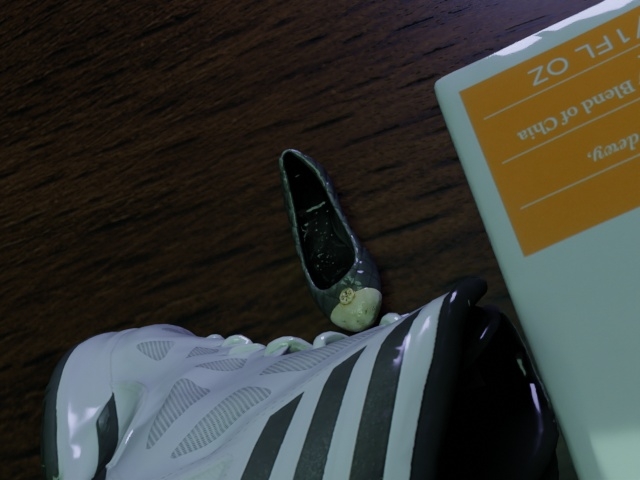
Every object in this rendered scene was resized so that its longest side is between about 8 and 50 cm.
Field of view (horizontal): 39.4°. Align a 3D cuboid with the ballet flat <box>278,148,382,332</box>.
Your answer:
[{"bbox_3d":[0.000,0.000,0.693,0.057,0.049,0.173,-33,52,11],"label":"ballet flat"}]

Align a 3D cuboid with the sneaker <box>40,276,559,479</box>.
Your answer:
[{"bbox_3d":[-0.014,0.117,0.488,0.258,0.169,0.447,-24,11,-1],"label":"sneaker"}]

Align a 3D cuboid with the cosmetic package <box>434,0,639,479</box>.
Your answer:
[{"bbox_3d":[0.238,0.071,0.443,0.230,0.161,0.453,-25,54,15],"label":"cosmetic package"}]
